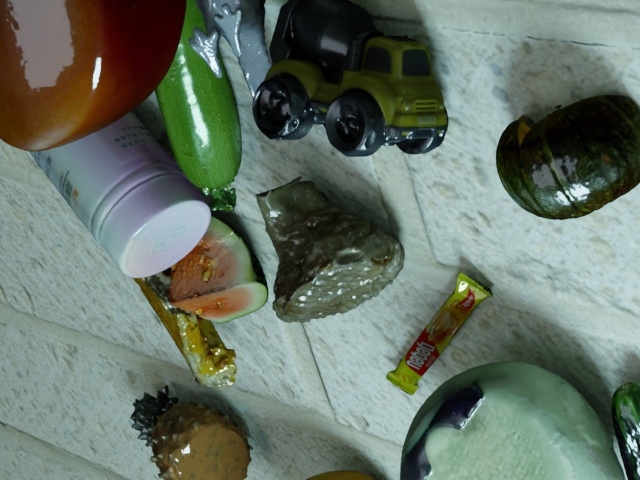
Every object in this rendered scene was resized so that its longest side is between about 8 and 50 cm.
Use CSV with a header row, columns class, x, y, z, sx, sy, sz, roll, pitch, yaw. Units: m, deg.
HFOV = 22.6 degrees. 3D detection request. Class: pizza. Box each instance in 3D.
class,x,y,z,sx,sy,sz,roll,pitch,yaw
pizza,-0.233,0.058,2.336,0.365,0.074,0.182,56,174,8

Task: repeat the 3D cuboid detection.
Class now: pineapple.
class,x,y,z,sx,sy,sz,roll,pitch,yaw
pineapple,-0.227,0.323,2.585,0.279,0.158,0.158,18,136,60

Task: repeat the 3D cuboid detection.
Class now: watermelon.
class,x,y,z,sx,sy,sz,roll,pitch,yaw
watermelon,-0.153,0.026,2.247,0.193,0.137,0.145,134,131,-59

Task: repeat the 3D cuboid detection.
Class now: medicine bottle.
class,x,y,z,sx,sy,sz,roll,pitch,yaw
medicine bottle,-0.278,-0.086,2.189,0.254,0.152,0.152,50,150,25

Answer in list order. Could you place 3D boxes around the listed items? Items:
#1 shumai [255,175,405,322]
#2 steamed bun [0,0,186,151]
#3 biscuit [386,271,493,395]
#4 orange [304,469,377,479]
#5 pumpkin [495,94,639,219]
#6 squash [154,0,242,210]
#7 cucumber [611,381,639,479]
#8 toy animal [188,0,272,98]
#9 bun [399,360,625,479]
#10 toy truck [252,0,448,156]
class,x,y,z,sx,sy,sz,roll,pitch,yaw
shumai,0.000,0.000,1.995,0.206,0.166,0.175,-37,69,57
steamed bun,-0.290,-0.301,1.824,0.248,0.235,0.379,1,112,31
biscuit,0.148,0.119,2.018,0.048,0.026,0.292,29,146,0
orange,0.024,0.445,2.305,0.236,0.236,0.236,32,143,28
pumpkin,0.244,-0.076,1.637,0.119,0.107,0.183,53,150,-11
squash,-0.163,-0.193,2.029,0.101,0.101,0.378,22,136,38
cucumber,0.385,0.264,1.820,0.074,0.074,0.241,2,119,51
toy animal,-0.101,-0.263,1.830,0.081,0.206,0.367,-15,114,12
bun,0.247,0.279,1.913,0.293,0.187,0.293,10,108,36
toy truck,0.038,-0.184,1.768,0.224,0.147,0.165,18,107,43
